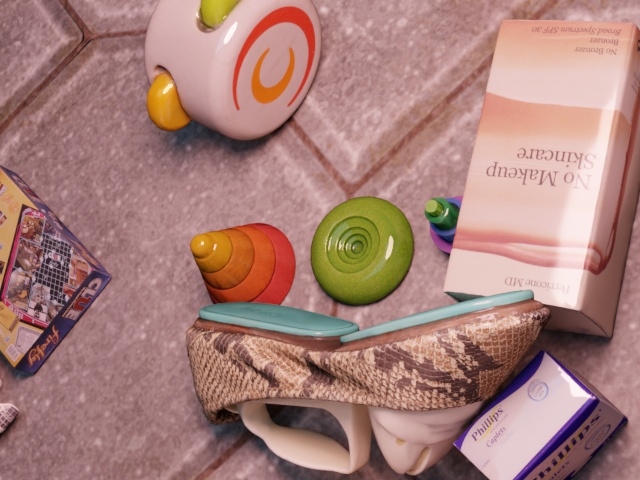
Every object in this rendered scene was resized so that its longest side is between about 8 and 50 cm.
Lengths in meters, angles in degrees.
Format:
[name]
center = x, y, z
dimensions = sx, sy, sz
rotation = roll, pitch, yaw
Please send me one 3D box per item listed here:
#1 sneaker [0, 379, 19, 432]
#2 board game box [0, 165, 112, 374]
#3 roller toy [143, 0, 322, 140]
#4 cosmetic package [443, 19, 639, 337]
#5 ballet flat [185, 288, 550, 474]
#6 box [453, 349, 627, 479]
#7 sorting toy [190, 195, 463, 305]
[sneaker]
center = -0.469, 0.163, 1.640
dimensions = 0.095, 0.090, 0.235
rotation = -35, 64, 0
[board game box]
center = -0.397, 0.034, 1.657
dimensions = 0.165, 0.042, 0.243
rotation = -50, 58, 5
[roller toy]
center = -0.107, -0.225, 1.500
dimensions = 0.146, 0.191, 0.209
rotation = 28, 112, 31
[cosmetic package]
center = 0.239, -0.065, 1.296
dimensions = 0.153, 0.129, 0.296
rotation = 6, 77, 28
[ballet flat]
center = 0.041, 0.147, 1.292
dimensions = 0.483, 0.164, 0.182
rotation = -6, 90, 46
[box]
center = 0.214, 0.184, 1.223
dimensions = 0.126, 0.137, 0.072
rotation = -48, 59, 6
[sorting toy]
center = 0.000, 0.000, 1.407
dimensions = 0.366, 0.126, 0.127
rotation = -11, 69, 26
